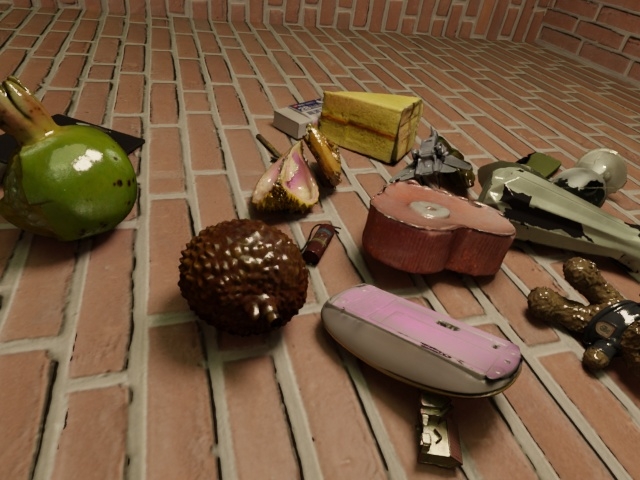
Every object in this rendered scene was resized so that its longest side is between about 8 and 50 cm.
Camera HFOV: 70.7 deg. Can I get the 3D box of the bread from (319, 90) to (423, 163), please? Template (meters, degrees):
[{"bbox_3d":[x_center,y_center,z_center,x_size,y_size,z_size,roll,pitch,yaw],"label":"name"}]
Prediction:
[{"bbox_3d":[0.149,-0.358,1.333,0.264,0.167,0.163,25,38,22],"label":"bread"}]

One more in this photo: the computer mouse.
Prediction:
[{"bbox_3d":[0.145,0.153,0.700,0.311,0.071,0.158,19,24,35],"label":"computer mouse"}]

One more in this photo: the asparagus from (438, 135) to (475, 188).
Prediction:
[{"bbox_3d":[0.374,-0.212,1.265,0.080,0.080,0.287,3,31,-8],"label":"asparagus"}]

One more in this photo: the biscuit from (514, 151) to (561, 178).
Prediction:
[{"bbox_3d":[0.612,-0.199,1.325,0.099,0.038,0.323,36,43,27],"label":"biscuit"}]

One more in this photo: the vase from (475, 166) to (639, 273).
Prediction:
[{"bbox_3d":[0.541,-0.042,1.013,0.361,0.165,0.165,21,38,10],"label":"vase"}]

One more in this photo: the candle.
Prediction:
[{"bbox_3d":[0.215,-0.028,0.945,0.317,0.131,0.287,2,29,-25],"label":"candle"}]

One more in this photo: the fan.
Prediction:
[{"bbox_3d":[0.524,-0.128,1.060,0.310,0.182,0.010,9,60,43],"label":"fan"}]

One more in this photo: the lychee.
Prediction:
[{"bbox_3d":[-0.116,0.058,0.702,0.200,0.199,0.238,-11,28,-25],"label":"lychee"}]

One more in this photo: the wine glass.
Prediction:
[{"bbox_3d":[0.688,-0.138,1.181,0.143,0.143,0.321,34,45,30],"label":"wine glass"}]

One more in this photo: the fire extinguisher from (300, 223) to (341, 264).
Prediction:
[{"bbox_3d":[0.000,0.000,0.930,0.056,0.039,0.132,24,38,5],"label":"fire extinguisher"}]

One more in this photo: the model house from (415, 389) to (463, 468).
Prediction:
[{"bbox_3d":[0.161,0.253,0.608,0.058,0.057,0.083,7,34,5],"label":"model house"}]

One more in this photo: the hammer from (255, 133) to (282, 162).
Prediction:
[{"bbox_3d":[-0.141,-0.259,1.265,0.062,0.017,0.182,-14,41,-28],"label":"hammer"}]

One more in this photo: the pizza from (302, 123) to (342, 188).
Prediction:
[{"bbox_3d":[0.021,-0.203,1.114,0.069,0.226,0.147,-31,78,6],"label":"pizza"}]

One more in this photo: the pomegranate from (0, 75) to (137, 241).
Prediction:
[{"bbox_3d":[-0.469,-0.140,0.803,0.236,0.301,0.235,-15,29,8],"label":"pomegranate"}]

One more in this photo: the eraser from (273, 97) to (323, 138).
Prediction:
[{"bbox_3d":[-0.029,-0.384,1.413,0.210,0.067,0.125,-26,49,-37],"label":"eraser"}]

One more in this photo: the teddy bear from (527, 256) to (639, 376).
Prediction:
[{"bbox_3d":[0.512,0.139,0.785,0.129,0.181,0.251,26,16,-46],"label":"teddy bear"}]

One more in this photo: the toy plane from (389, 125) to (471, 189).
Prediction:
[{"bbox_3d":[0.303,-0.250,1.235,0.213,0.088,0.267,-6,44,25],"label":"toy plane"}]

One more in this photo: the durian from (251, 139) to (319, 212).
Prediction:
[{"bbox_3d":[-0.081,-0.130,1.011,0.165,0.132,0.182,-13,45,-15],"label":"durian"}]

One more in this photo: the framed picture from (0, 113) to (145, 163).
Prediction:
[{"bbox_3d":[-0.600,-0.226,1.065,0.245,0.013,0.323,17,28,-2],"label":"framed picture"}]
